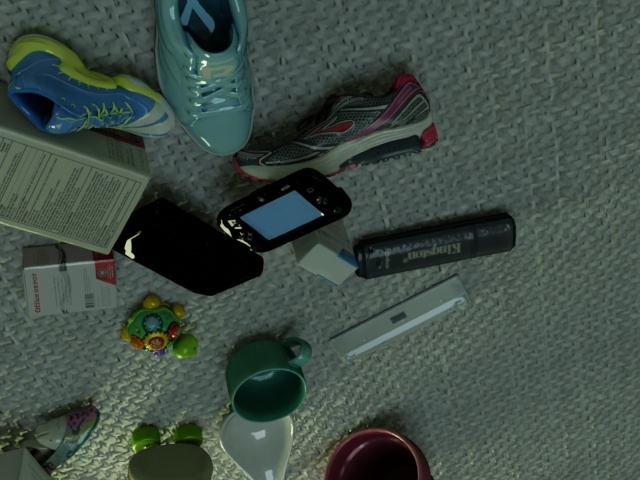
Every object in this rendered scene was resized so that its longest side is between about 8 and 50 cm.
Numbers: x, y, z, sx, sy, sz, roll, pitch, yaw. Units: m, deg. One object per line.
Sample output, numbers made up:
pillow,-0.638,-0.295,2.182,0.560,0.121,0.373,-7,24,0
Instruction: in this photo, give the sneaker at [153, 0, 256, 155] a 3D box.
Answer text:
sneaker,-0.154,-0.242,1.397,0.135,0.150,0.366,-15,130,-4

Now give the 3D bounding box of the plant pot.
plant pot,0.134,0.473,2.036,0.201,0.201,0.180,-35,145,11

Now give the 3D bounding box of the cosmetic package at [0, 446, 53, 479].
cosmetic package,-0.626,0.507,1.798,0.384,0.156,0.217,-15,131,7

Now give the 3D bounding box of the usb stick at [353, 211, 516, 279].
usb stick,0.191,0.009,1.770,0.277,0.045,0.077,-10,130,-9

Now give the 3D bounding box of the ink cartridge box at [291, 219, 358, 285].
ink cartridge box,0.000,0.000,1.655,0.088,0.122,0.052,30,117,-33

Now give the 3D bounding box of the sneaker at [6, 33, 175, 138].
sneaker,-0.309,-0.170,1.408,0.240,0.126,0.091,25,138,-22

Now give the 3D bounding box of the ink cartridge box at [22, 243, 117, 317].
ink cartridge box,-0.381,0.057,1.623,0.135,0.056,0.099,-5,128,-14

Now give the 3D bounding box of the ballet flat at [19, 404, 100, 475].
ballet flat,-0.466,0.353,1.823,0.079,0.077,0.221,29,119,-29

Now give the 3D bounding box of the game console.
game console,-0.124,-0.020,1.563,0.361,0.044,0.213,-24,139,35

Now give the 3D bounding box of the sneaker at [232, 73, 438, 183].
sneaker,0.015,-0.155,1.557,0.299,0.121,0.112,-17,101,-3

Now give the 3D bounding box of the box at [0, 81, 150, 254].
box,-0.371,-0.099,1.458,0.232,0.127,0.149,19,120,-28

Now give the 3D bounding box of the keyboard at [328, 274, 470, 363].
keyboard,0.141,0.140,1.882,0.256,0.014,0.072,-28,125,5

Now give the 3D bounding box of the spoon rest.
spoon rest,-0.102,0.395,1.959,0.137,0.084,0.276,-16,131,-5

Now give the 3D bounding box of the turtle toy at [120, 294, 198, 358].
turtle toy,-0.256,0.151,1.730,0.130,0.066,0.095,24,117,-31

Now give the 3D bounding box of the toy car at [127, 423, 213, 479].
toy car,-0.276,0.446,1.910,0.148,0.155,0.188,0,137,-17

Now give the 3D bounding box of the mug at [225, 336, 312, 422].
mug,-0.084,0.228,1.824,0.157,0.097,0.130,-19,130,-3
